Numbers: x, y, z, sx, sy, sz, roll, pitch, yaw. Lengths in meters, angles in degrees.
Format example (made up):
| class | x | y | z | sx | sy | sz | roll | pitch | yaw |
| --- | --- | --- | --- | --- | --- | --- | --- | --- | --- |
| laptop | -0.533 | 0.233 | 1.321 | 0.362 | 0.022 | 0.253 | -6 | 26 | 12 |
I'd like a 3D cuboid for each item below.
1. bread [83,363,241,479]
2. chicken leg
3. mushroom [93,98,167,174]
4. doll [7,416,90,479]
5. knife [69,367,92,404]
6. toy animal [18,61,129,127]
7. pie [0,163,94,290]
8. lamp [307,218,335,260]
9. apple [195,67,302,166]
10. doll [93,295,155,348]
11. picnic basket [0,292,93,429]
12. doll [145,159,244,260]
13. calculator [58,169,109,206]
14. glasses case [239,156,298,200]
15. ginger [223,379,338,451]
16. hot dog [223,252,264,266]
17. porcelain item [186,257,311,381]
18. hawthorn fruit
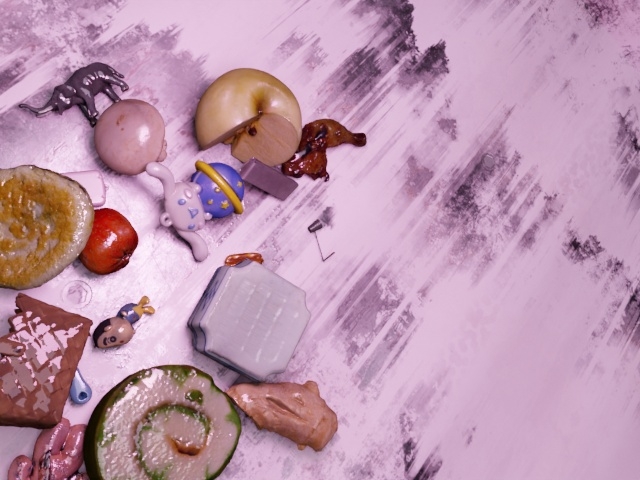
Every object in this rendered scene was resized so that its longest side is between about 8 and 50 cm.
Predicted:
| class | x | y | z | sx | sy | sz | roll | pitch | yaw |
| --- | --- | --- | --- | --- | --- | --- | --- | --- | --- |
| bread | -0.383 | 0.498 | 1.551 | 0.366 | 0.129 | 0.382 | 23 | 64 | -29 |
| chicken leg | 0.009 | -0.289 | 1.969 | 0.322 | 0.083 | 0.177 | -46 | 110 | -25 |
| mushroom | -0.482 | -0.265 | 1.662 | 0.204 | 0.204 | 0.204 | 5 | 78 | -26 |
| doll | -0.619 | 0.559 | 1.438 | 0.201 | 0.156 | 0.303 | 22 | 66 | -20 |
| knife | -0.618 | 0.286 | 1.563 | 0.058 | 0.032 | 0.244 | -16 | 84 | -24 |
| toy animal | -0.629 | -0.369 | 1.653 | 0.269 | 0.082 | 0.137 | -41 | 96 | -23 |
| pie | -0.699 | -0.032 | 1.493 | 0.323 | 0.070 | 0.323 | 0 | 80 | 2 |
| lamp | -0.001 | -0.001 | 1.928 | 0.054 | 0.041 | 0.121 | -32 | 92 | -20 |
| apple | -0.205 | -0.349 | 1.764 | 0.295 | 0.258 | 0.233 | 7 | 76 | -29 |
| doll | -0.500 | 0.215 | 1.605 | 0.179 | 0.102 | 0.089 | -38 | 55 | -24 |
| picnic basket | -0.695 | 0.266 | 1.393 | 0.321 | 0.254 | 0.291 | 21 | 64 | -22 |
| doll | -0.342 | -0.137 | 1.704 | 0.242 | 0.159 | 0.311 | -40 | 130 | -2 |
| calculator | -0.635 | -0.129 | 1.628 | 0.175 | 0.032 | 0.100 | -9 | 85 | -28 |
| glasses case | -0.148 | -0.178 | 1.826 | 0.190 | 0.072 | 0.042 | 26 | 30 | -48 |
| ginger | -0.102 | 0.465 | 1.731 | 0.354 | 0.126 | 0.190 | 19 | 77 | -24 |
| hot dog | -0.219 | 0.061 | 1.803 | 0.122 | 0.037 | 0.049 | -3 | 68 | -26 |
| porcelain item | -0.193 | 0.213 | 1.709 | 0.281 | 0.157 | 0.286 | 32 | 72 | -21 |
| hawthorn fruit | -0.556 | -0.012 | 1.590 | 0.194 | 0.157 | 0.157 | 43 | 62 | 12 |
